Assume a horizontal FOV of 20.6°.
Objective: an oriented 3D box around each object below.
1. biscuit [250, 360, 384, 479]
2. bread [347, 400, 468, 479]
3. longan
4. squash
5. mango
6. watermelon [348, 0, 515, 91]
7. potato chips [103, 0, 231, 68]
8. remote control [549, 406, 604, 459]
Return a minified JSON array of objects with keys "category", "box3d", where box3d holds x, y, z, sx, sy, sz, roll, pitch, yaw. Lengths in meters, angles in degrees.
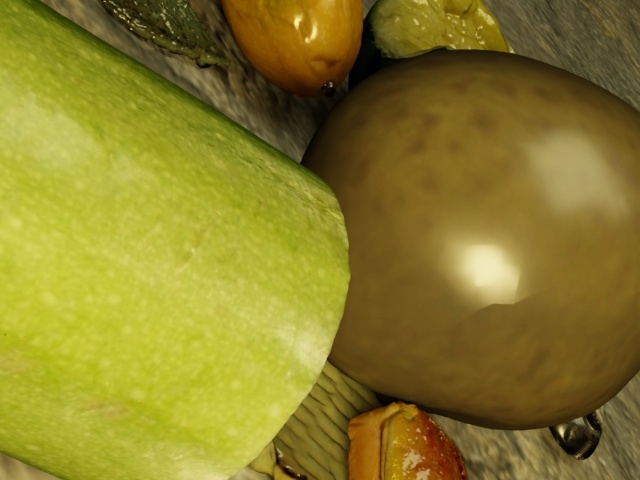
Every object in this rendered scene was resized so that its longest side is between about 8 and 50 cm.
[{"category":"biscuit","box3d":[0.000,0.129,1.471,0.187,0.036,0.273,35,28,-30]},{"category":"bread","box3d":[0.089,0.259,1.354,0.139,0.077,0.271,43,30,-41]},{"category":"longan","box3d":[0.139,0.006,1.477,0.361,0.361,0.361,39,27,-24]},{"category":"squash","box3d":[-0.206,-0.022,1.067,0.384,0.263,0.263,32,30,-33]},{"category":"mango","box3d":[-0.046,-0.296,1.831,0.187,0.144,0.359,88,-14,-54]},{"category":"watermelon","box3d":[0.137,-0.125,1.889,0.331,0.189,0.331,50,27,-36]},{"category":"potato chips","box3d":[-0.169,-0.268,1.754,0.202,0.029,0.220,28,34,-34]},{"category":"remote control","box3d":[0.277,0.135,1.895,0.090,0.066,0.266,38,26,-16]}]
